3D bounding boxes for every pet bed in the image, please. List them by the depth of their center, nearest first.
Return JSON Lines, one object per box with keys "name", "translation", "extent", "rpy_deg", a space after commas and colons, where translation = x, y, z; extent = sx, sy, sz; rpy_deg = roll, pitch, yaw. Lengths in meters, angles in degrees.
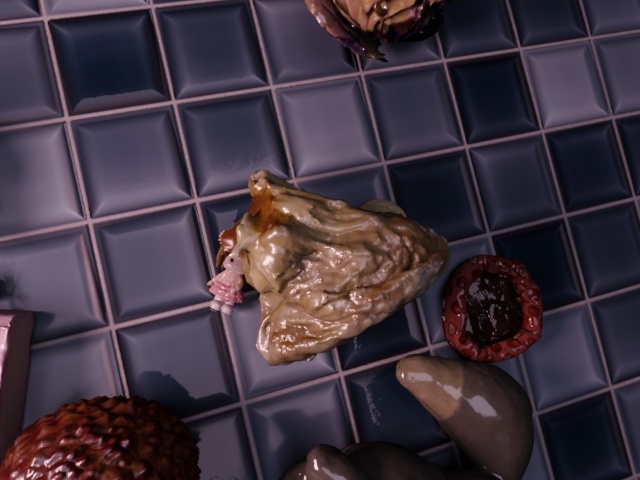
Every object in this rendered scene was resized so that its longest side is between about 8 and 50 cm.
{"name": "pet bed", "translation": [0.303, 0.119, 0.945], "extent": [0.201, 0.053, 0.202], "rpy_deg": [3, 81, -18]}

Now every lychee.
{"name": "lychee", "translation": [-0.291, 0.335, 0.677], "extent": [0.300, 0.264, 0.265], "rpy_deg": [-22, 89, -38]}

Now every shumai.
{"name": "shumai", "translation": [0.000, 0.000, 0.765], "extent": [0.313, 0.267, 0.263], "rpy_deg": [-26, 95, 21]}

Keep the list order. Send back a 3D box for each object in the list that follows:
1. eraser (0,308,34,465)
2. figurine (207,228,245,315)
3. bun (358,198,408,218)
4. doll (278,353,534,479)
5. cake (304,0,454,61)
{"name": "eraser", "translation": [-0.592, 0.216, 0.696], "extent": [0.358, 0.122, 0.273], "rpy_deg": [5, 85, -11]}
{"name": "figurine", "translation": [-0.143, 0.051, 0.853], "extent": [0.072, 0.054, 0.129], "rpy_deg": [19, 85, -1]}
{"name": "bun", "translation": [0.106, -0.015, 0.905], "extent": [0.115, 0.069, 0.115], "rpy_deg": [2, 83, -14]}
{"name": "doll", "translation": [0.134, 0.350, 0.828], "extent": [0.382, 0.252, 0.379], "rpy_deg": [28, 46, -11]}
{"name": "cake", "translation": [0.124, -0.464, 0.880], "extent": [0.332, 0.332, 0.321], "rpy_deg": [10, 119, -12]}
